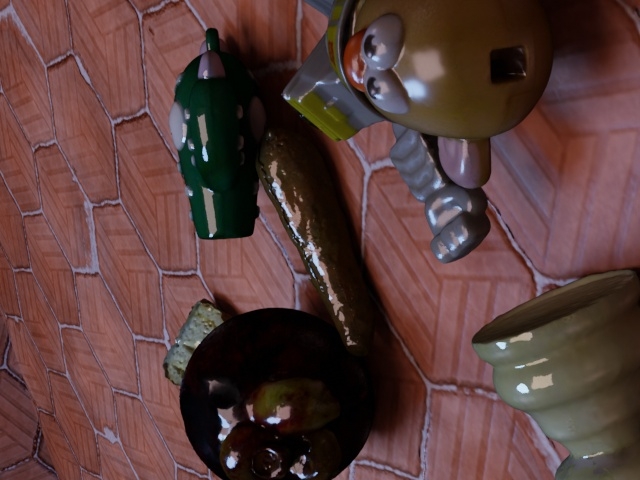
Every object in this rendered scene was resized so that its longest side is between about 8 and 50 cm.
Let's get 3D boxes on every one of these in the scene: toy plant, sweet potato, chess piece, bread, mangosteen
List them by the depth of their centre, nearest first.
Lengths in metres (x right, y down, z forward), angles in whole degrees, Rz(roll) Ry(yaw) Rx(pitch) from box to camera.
[{"bbox_3d":[0.235,0.164,0.855,0.144,0.144,0.251,-23,93,61],"label":"chess piece"},{"bbox_3d":[0.000,0.000,1.200,0.075,0.075,0.273,-16,97,61],"label":"sweet potato"},{"bbox_3d":[-0.049,0.197,1.227,0.265,0.228,0.228,-101,1,-70],"label":"mangosteen"},{"bbox_3d":[-0.117,-0.124,1.246,0.232,0.112,0.243,-101,8,-60],"label":"toy plant"},{"bbox_3d":[-0.132,0.178,1.495,0.088,0.128,0.232,43,173,-39],"label":"bread"}]

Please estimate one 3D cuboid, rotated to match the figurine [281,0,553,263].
[{"bbox_3d":[0.076,-0.162,0.862,0.285,0.167,0.342,34,158,56],"label":"figurine"}]
